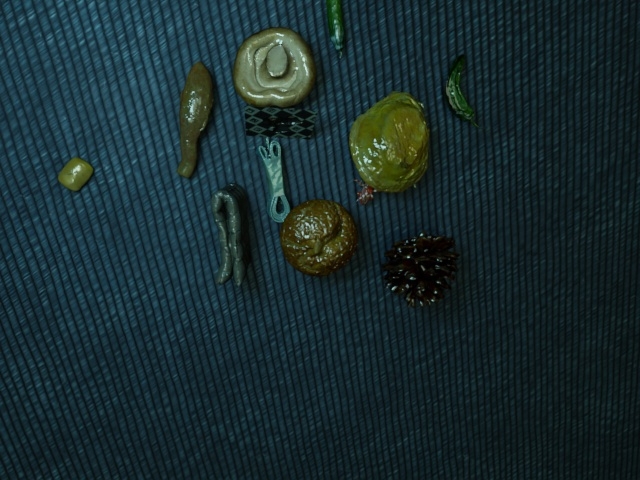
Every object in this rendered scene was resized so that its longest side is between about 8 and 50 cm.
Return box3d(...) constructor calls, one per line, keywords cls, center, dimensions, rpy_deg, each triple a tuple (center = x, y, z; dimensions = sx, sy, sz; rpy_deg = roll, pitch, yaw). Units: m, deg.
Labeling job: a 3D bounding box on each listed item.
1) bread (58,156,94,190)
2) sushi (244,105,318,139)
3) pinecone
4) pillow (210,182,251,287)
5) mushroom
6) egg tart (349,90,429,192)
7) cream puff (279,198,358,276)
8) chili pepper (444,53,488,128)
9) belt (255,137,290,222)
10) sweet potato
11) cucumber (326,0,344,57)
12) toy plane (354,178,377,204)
box3d(cls="bread", center=(-0.829, -0.223, 1.380), dimensions=(0.115, 0.056, 0.082), rpy_deg=(-44, 106, 4))
box3d(cls="sushi", center=(-0.135, -0.410, 1.366), dimensions=(0.230, 0.219, 0.047), rpy_deg=(1, 80, -8))
box3d(cls="pinecone", center=(0.377, 0.111, 1.540), dimensions=(0.297, 0.242, 0.297), rpy_deg=(7, 101, -16))
box3d(cls="pillow", center=(-0.304, -0.025, 1.416), dimensions=(0.101, 0.228, 0.327), rpy_deg=(0, 105, -2))
box3d(cls="mushroom", center=(-0.150, -0.556, 1.343), dimensions=(0.277, 0.146, 0.279), rpy_deg=(0, 94, -4))
box3d(cls="egg tart", center=(0.272, -0.335, 1.432), dimensions=(0.351, 0.153, 0.340), rpy_deg=(-33, 103, -20))
box3d(cls="cream puff", center=(0.000, 0.000, 1.455), dimensions=(0.302, 0.212, 0.304), rpy_deg=(-8, 118, -15))
box3d(cls="chili pepper", center=(0.511, -0.523, 1.492), dimensions=(0.122, 0.065, 0.279), rpy_deg=(-20, 102, 1))
box3d(cls="belt", center=(-0.169, -0.215, 1.468), dimensions=(0.087, 0.072, 0.303), rpy_deg=(-11, 105, -8))
box3d(cls="sweet potato", center=(-0.425, -0.398, 1.370), dimensions=(0.109, 0.109, 0.386), rpy_deg=(11, 102, -11))
box3d(cls="cucumber", center=(0.051, -0.748, 1.376), dimensions=(0.055, 0.056, 0.251), rpy_deg=(-8, 102, -6))
box3d(cls="toy plane", center=(0.181, -0.230, 1.518), dimensions=(0.126, 0.077, 0.195), rpy_deg=(-2, 96, -11))
